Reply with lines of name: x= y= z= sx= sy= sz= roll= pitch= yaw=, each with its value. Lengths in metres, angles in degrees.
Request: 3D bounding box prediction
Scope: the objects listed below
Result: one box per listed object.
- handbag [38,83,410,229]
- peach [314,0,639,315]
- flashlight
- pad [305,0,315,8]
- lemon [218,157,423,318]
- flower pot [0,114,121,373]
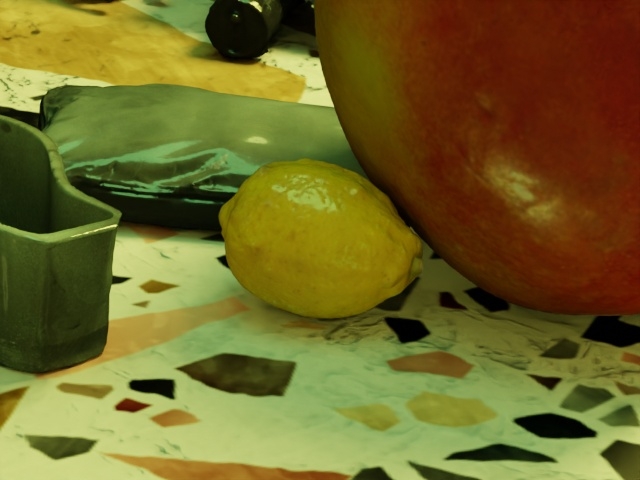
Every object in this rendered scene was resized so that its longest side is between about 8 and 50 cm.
handbag: x=-0.090 y=-0.069 z=1.583 sx=0.332 sy=0.075 sz=0.192 roll=6 pitch=28 yaw=-3
peach: x=0.153 y=-0.102 z=1.387 sx=0.380 sy=0.306 sz=0.242 roll=36 pitch=35 yaw=17
flashlight: x=-0.055 y=-0.255 z=1.959 sx=0.093 sy=0.093 sz=0.232 roll=10 pitch=26 yaw=12
pad: x=0.019 y=-0.297 z=1.998 sx=0.269 sy=0.012 sz=0.270 roll=38 pitch=32 yaw=2
lemon: x=0.000 y=0.000 z=1.394 sx=0.155 sy=0.114 sz=0.114 roll=16 pitch=26 yaw=5
flower pot: x=-0.222 y=-0.003 z=1.372 sx=0.103 sy=0.108 sz=0.229 roll=-10 pitch=30 yaw=-27
